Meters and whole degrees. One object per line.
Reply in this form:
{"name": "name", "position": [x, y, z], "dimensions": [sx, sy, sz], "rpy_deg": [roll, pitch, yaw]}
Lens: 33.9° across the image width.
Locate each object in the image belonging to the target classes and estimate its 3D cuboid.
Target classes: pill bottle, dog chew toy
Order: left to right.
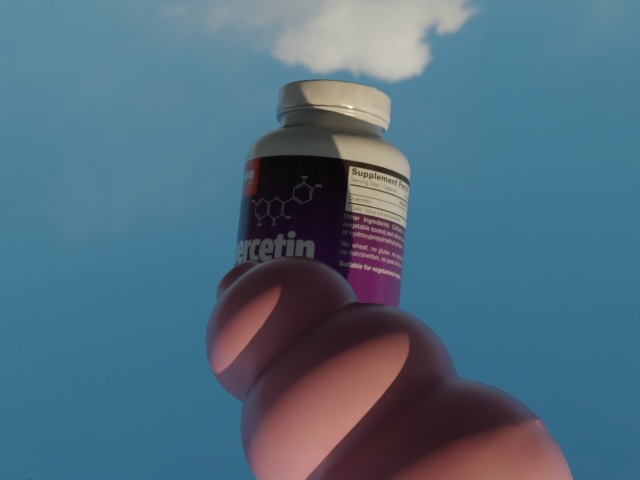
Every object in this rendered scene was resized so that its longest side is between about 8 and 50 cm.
{"name": "pill bottle", "position": [0.000, 0.000, 1.129], "dimensions": [0.182, 0.181, 0.322], "rpy_deg": [4, -99, 10]}
{"name": "dog chew toy", "position": [0.034, 0.145, 0.804], "dimensions": [0.207, 0.206, 0.332], "rpy_deg": [-31, -113, -30]}

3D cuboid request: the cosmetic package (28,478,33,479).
{"name": "cosmetic package", "position": [-0.318, 0.339, 1.259], "dimensions": [0.115, 0.060, 0.041], "rpy_deg": [30, -101, 44]}
